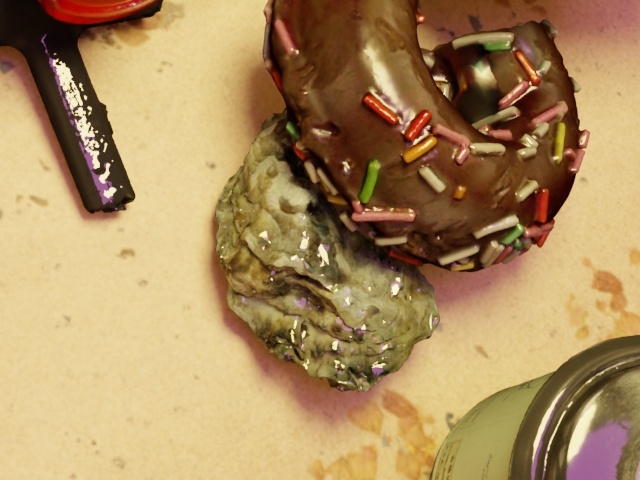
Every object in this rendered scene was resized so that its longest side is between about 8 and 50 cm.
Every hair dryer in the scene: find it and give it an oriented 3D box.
[{"bbox_3d":[-0.217,-0.143,1.211,0.197,0.089,0.251,-17,91,-27],"label":"hair dryer"}]

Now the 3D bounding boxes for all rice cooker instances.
[{"bbox_3d":[0.244,0.221,1.158,0.264,0.316,0.316,43,64,-5],"label":"rice cooker"}]

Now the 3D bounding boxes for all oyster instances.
[{"bbox_3d":[0.000,0.000,1.229,0.198,0.112,0.268,-32,84,-27],"label":"oyster"}]

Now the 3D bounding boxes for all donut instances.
[{"bbox_3d":[0.109,-0.105,1.232,0.345,0.136,0.259,13,57,-40],"label":"donut"}]

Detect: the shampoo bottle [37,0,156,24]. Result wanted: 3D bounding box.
[{"bbox_3d":[-0.246,-0.308,1.172,0.118,0.076,0.314,-19,57,-29],"label":"shampoo bottle"}]
